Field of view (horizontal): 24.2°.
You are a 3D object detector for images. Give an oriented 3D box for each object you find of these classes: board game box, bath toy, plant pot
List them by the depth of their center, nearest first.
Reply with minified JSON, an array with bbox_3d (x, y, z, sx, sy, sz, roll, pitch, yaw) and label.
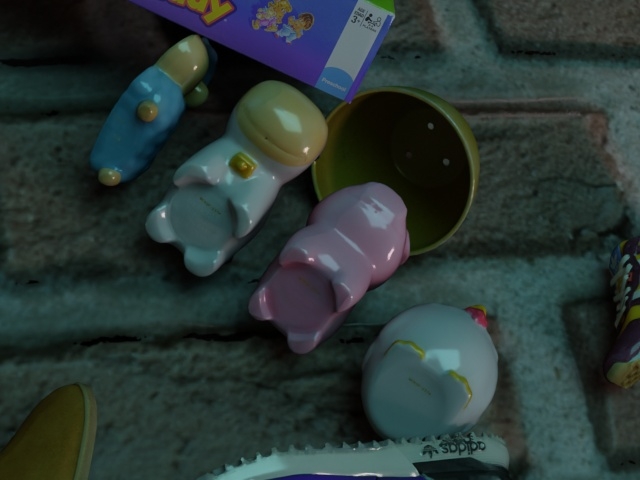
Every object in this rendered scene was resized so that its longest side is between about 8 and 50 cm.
[{"bbox_3d":[0.000,0.000,1.109,0.348,0.151,0.129,44,25,2],"label":"bath toy"},{"bbox_3d":[-0.116,-0.247,1.158,0.347,0.078,0.233,24,22,-11],"label":"board game box"},{"bbox_3d":[0.072,-0.065,1.186,0.134,0.134,0.095,45,29,5],"label":"plant pot"}]

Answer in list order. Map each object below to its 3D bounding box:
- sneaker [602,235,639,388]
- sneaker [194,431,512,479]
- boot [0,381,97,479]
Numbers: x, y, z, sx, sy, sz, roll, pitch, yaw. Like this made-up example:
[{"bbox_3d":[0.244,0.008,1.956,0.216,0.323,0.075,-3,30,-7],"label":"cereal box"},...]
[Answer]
[{"bbox_3d":[0.265,0.047,1.239,0.084,0.070,0.185,38,47,11],"label":"sneaker"},{"bbox_3d":[0.022,0.218,1.002,0.293,0.102,0.146,-4,64,-26],"label":"sneaker"},{"bbox_3d":[-0.270,0.181,0.886,0.211,0.104,0.295,27,61,-16],"label":"boot"}]
